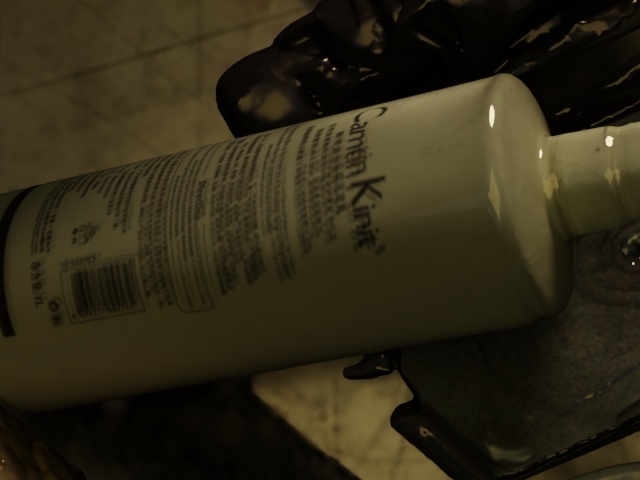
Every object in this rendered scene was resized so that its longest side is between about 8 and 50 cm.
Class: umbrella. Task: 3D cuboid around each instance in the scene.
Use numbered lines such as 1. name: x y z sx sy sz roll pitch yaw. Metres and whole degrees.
1. umbrella: 0.125 -0.120 0.563 0.358 0.113 0.106 -32 83 8

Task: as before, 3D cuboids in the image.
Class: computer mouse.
1. computer mouse: 0.117 0.011 0.561 0.231 0.071 0.126 -30 67 14

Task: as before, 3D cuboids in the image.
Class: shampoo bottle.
1. shampoo bottle: 0.000 0.000 0.531 0.263 0.085 0.085 -12 81 23

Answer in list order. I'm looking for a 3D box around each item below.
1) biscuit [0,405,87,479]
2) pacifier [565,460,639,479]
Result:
1. biscuit: -0.096 0.128 0.563 0.168 0.082 0.070 44 91 10
2. pacifier: 0.160 0.173 0.464 0.279 0.207 0.227 31 81 9
